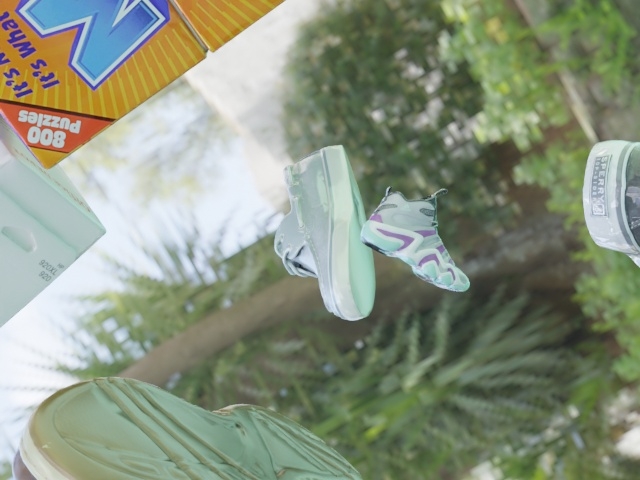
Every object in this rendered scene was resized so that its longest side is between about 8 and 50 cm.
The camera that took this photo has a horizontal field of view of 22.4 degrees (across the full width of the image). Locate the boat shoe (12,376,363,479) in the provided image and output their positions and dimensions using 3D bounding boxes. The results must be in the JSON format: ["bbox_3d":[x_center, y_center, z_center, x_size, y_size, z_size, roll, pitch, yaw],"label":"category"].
[{"bbox_3d":[-0.086,0.167,0.967,0.123,0.123,0.342,37,-173,20],"label":"boat shoe"}]

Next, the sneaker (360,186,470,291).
[{"bbox_3d":[0.086,-0.007,1.258,0.098,0.069,0.038,31,172,-17],"label":"sneaker"}]

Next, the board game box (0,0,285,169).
[{"bbox_3d":[-0.231,-0.346,1.499,0.356,0.356,0.356,55,178,-23],"label":"board game box"}]

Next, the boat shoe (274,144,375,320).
[{"bbox_3d":[0.000,-0.001,1.475,0.227,0.081,0.079,-95,-15,-52],"label":"boat shoe"}]

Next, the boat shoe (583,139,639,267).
[{"bbox_3d":[0.218,-0.024,0.930,0.228,0.076,0.080,14,-102,-64],"label":"boat shoe"}]

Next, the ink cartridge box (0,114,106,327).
[{"bbox_3d":[-0.363,-0.057,1.593,0.233,0.168,0.171,49,-178,37],"label":"ink cartridge box"}]
